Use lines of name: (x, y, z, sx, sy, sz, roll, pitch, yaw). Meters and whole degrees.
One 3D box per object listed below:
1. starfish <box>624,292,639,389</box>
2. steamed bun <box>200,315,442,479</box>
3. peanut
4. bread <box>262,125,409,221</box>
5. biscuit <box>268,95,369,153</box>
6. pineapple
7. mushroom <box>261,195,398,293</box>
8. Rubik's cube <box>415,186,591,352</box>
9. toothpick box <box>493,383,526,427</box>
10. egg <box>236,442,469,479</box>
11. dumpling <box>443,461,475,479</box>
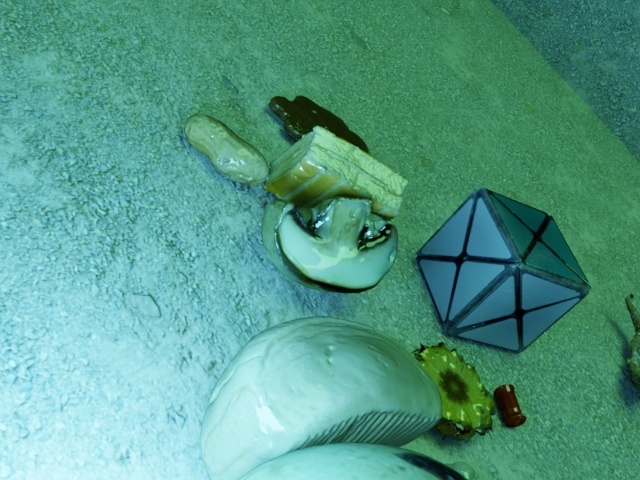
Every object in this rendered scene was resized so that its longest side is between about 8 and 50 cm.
starfish: (0.887, 0.357, 2.194, 0.384, 0.132, 0.398, 49, 20, 3)
steamed bun: (-0.010, 0.237, 1.323, 0.383, 0.247, 0.236, -1, 52, -44)
peanut: (-0.199, -0.193, 1.812, 0.214, 0.099, 0.099, 45, 33, 6)
bread: (0.023, -0.116, 1.811, 0.239, 0.246, 0.111, 30, 65, -16)
biscuit: (-0.005, -0.271, 2.147, 0.290, 0.041, 0.208, 30, 33, -13)
pineapple: (0.243, 0.300, 1.660, 0.225, 0.076, 0.225, 25, 38, -21)
mushroom: (0.003, 0.008, 1.694, 0.267, 0.164, 0.190, -4, 93, -26)
Rubik's cube: (0.408, 0.070, 1.940, 0.260, 0.255, 0.259, 14, 39, -33)
toothpick box: (0.394, 0.345, 1.782, 0.047, 0.047, 0.083, 19, 38, -29)
egg: (0.051, 0.423, 1.066, 0.428, 0.345, 0.345, 23, 34, -6)
dumpling: (0.248, 0.421, 1.551, 0.059, 0.043, 0.077, 23, 32, 16)
